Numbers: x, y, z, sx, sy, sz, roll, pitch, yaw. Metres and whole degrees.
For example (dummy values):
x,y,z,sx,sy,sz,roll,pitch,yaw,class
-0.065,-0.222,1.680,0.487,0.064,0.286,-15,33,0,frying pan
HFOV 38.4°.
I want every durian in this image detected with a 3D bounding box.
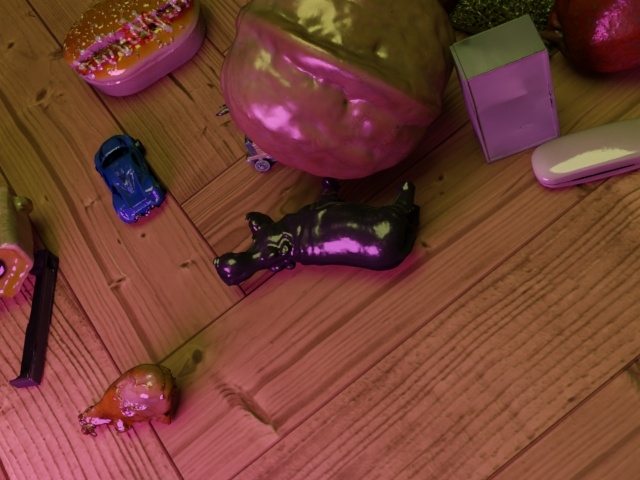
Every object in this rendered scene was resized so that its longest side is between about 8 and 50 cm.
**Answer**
x,y,z,sx,sy,sz,roll,pitch,yaw,class
0.336,-0.413,1.626,0.221,0.095,0.137,27,74,25,durian

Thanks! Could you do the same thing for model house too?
x,y,z,sx,sy,sz,roll,pitch,yaw,class
-0.634,0.010,1.680,0.234,0.175,0.193,-33,43,5,model house

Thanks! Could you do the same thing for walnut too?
x,y,z,sx,sy,sz,roll,pitch,yaw,class
0.032,-0.276,1.466,0.381,0.381,0.381,-9,59,15,walnut

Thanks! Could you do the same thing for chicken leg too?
x,y,z,sx,sy,sz,roll,pitch,yaw,class
-0.309,0.266,1.491,0.207,0.101,0.085,-31,50,26,chicken leg

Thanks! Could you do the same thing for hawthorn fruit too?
x,y,z,sx,sy,sz,roll,pitch,yaw,class
0.468,-0.373,1.490,0.262,0.210,0.210,-16,58,18,hawthorn fruit

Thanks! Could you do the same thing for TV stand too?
x,y,z,sx,sy,sz,roll,pitch,yaw,class
-0.517,0.138,1.659,0.049,0.040,0.256,-10,59,15,TV stand

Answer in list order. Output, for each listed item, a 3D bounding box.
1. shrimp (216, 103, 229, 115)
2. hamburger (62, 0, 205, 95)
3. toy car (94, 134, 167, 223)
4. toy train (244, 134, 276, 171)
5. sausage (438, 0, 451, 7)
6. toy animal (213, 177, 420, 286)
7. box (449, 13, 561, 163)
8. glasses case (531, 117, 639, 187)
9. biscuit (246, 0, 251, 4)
x,y,z,sx,sy,sz,roll,pitch,yaw,class
-0.051,-0.363,1.703,0.372,0.137,0.172,-29,72,-8,shrimp
-0.378,-0.426,1.865,0.295,0.151,0.227,-36,53,1,hamburger
-0.368,-0.127,1.740,0.103,0.063,0.216,-34,56,1,toy car
-0.082,-0.168,1.649,0.122,0.081,0.050,-12,52,13,toy train
0.220,-0.494,1.666,0.304,0.121,0.121,-37,55,-21,sausage
-0.004,-0.013,1.518,0.343,0.106,0.168,-8,51,17,toy animal
0.295,-0.236,1.460,0.130,0.225,0.086,-20,57,8,box
0.438,-0.139,1.457,0.204,0.051,0.081,-13,57,13,glasses case
-0.099,-0.431,1.833,0.118,0.029,0.247,-9,59,16,biscuit
